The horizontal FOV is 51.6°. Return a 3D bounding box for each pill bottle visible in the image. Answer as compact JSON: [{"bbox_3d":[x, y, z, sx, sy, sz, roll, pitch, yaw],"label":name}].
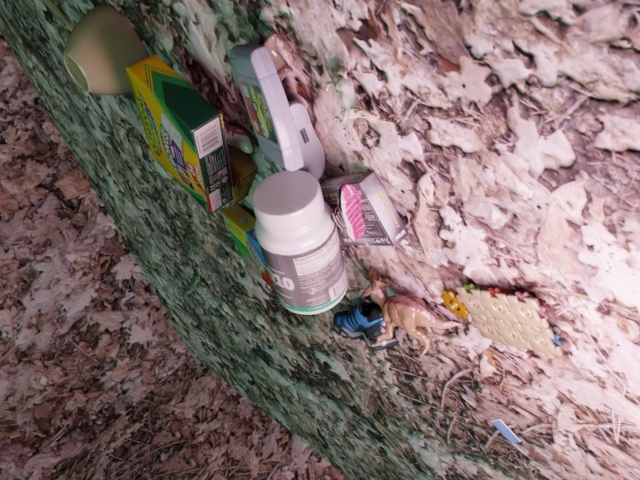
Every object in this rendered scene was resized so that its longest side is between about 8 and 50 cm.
[{"bbox_3d":[-0.052,0.008,1.710,0.204,0.204,0.361,30,149,36],"label":"pill bottle"}]

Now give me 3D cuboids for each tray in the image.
[{"bbox_3d":[-0.373,-0.313,2.076,0.411,0.076,0.203,47,155,5],"label":"tray"}]

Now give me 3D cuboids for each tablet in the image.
[{"bbox_3d":[0.521,0.536,1.862,0.083,0.006,0.054,46,154,5],"label":"tablet"}]

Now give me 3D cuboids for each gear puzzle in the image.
[{"bbox_3d":[0.403,0.167,1.516,0.176,0.044,0.338,58,157,-20],"label":"gear puzzle"}]

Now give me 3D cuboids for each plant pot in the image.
[{"bbox_3d":[-0.699,-0.576,2.108,0.284,0.191,0.284,38,153,23],"label":"plant pot"}]

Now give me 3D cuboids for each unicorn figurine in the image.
[{"bbox_3d":[0.064,-0.292,1.404,0.162,0.060,0.111,57,154,-16],"label":"unicorn figurine"}]

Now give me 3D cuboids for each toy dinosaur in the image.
[{"bbox_3d":[0.217,0.177,1.742,0.295,0.127,0.201,6,115,44],"label":"toy dinosaur"}]

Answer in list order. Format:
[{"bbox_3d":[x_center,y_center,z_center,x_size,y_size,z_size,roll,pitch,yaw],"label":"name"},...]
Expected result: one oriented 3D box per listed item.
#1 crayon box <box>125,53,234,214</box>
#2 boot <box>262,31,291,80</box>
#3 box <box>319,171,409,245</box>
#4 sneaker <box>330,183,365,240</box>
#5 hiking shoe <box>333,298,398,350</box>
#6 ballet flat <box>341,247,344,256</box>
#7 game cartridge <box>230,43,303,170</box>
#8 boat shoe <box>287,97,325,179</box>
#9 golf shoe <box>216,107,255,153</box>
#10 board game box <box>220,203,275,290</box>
[{"bbox_3d":[-0.395,-0.297,1.900,0.313,0.106,0.363,42,155,24],"label":"crayon box"},{"bbox_3d":[-0.101,-0.419,1.531,0.087,0.042,0.118,46,156,-6],"label":"boot"},{"bbox_3d":[0.095,-0.074,1.659,0.231,0.056,0.183,-1,124,59],"label":"box"},{"bbox_3d":[0.056,-0.071,1.583,0.074,0.063,0.170,25,150,32],"label":"sneaker"},{"bbox_3d":[0.134,0.234,2.000,0.304,0.113,0.132,9,106,60],"label":"hiking shoe"},{"bbox_3d":[0.000,0.000,1.927,0.188,0.070,0.070,37,152,22],"label":"ballet flat"},{"bbox_3d":[-0.125,-0.312,1.563,0.196,0.060,0.295,30,142,59],"label":"game cartridge"},{"bbox_3d":[-0.053,-0.250,1.644,0.076,0.080,0.229,47,165,50],"label":"boat shoe"},{"bbox_3d":[-0.268,-0.301,1.907,0.186,0.086,0.068,38,151,20],"label":"golf shoe"},{"bbox_3d":[-0.201,0.033,2.217,0.316,0.064,0.242,36,153,50],"label":"board game box"}]
